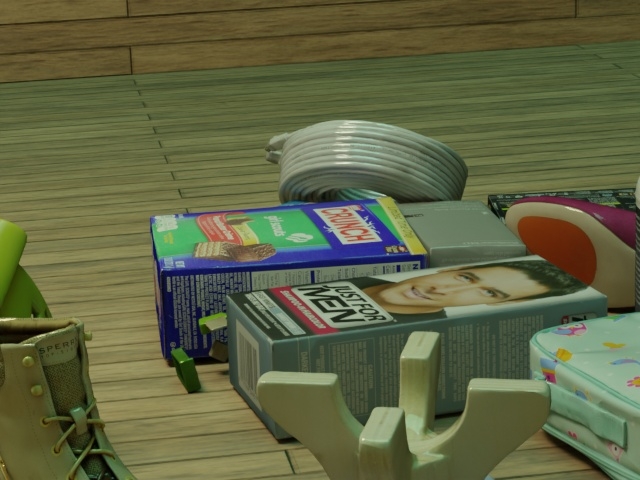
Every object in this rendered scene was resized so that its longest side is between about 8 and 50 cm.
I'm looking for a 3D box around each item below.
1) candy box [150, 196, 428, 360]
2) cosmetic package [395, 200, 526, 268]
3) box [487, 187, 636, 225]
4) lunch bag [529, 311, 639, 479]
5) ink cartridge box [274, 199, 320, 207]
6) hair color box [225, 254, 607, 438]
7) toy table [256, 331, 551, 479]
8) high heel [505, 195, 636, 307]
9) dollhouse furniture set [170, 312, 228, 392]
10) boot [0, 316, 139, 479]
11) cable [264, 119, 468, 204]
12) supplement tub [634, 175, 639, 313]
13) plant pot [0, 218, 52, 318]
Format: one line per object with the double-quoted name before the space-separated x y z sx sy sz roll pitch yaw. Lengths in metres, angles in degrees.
"candy box" -0.042 0.042 2.178 0.317 0.122 0.268 -3 15 -7
"cosmetic package" 0.171 0.024 2.253 0.127 0.107 0.238 -2 12 -10
"box" 0.373 -0.016 2.444 0.270 0.060 0.216 -3 16 -2
"lunch bag" 0.336 0.155 1.751 0.224 0.107 0.279 -12 17 -21
"ink cartridge box" 0.000 0.000 2.380 0.122 0.088 0.052 10 20 37
"hair color box" 0.102 0.109 1.937 0.375 0.113 0.185 -6 16 -17
"toy table" 0.073 0.194 1.558 0.252 0.160 0.274 -2 17 1
"high heel" 0.420 0.012 2.200 0.377 0.127 0.181 26 38 28
"dollhouse furniture set" -0.089 0.119 2.004 0.152 0.076 0.058 -17 16 -13
"boot" -0.209 0.177 1.568 0.095 0.203 0.262 -17 20 -40
"cable" 0.069 -0.079 2.433 0.257 0.089 0.257 23 -24 -25
"supplement tub" 0.437 0.013 1.939 0.191 0.272 0.191 -2 16 1
"plant pot" -0.391 0.102 1.757 0.227 0.207 0.228 0 32 6
